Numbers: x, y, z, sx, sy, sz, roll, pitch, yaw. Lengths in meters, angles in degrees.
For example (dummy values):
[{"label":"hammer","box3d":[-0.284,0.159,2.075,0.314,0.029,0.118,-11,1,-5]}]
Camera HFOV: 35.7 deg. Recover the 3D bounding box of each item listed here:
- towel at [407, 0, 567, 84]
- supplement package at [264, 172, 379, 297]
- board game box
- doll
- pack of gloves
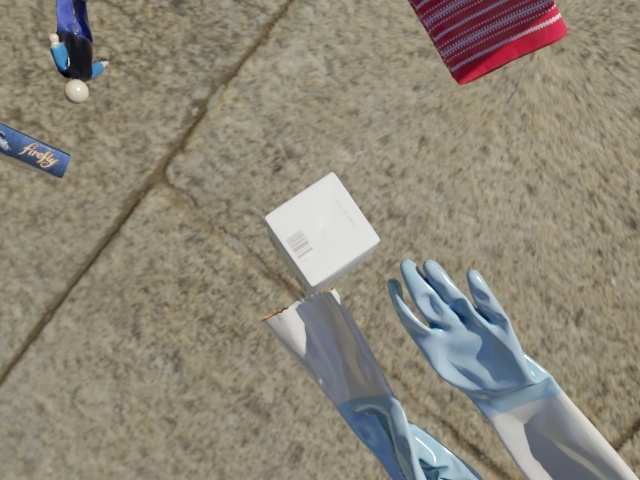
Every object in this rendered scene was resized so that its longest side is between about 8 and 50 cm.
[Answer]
[{"label":"towel","box3d":[0.226,-0.378,1.488,0.199,0.031,0.275,-21,119,29]},{"label":"supplement package","box3d":[0.000,0.000,1.661,0.134,0.244,0.139,-34,83,-6]},{"label":"board game box","box3d":[-0.527,-0.167,1.519,0.165,0.243,0.042,14,81,48]},{"label":"doll","box3d":[-0.376,-0.298,1.534,0.046,0.129,0.189,-16,69,25]},{"label":"pack of gloves","box3d":[0.082,0.126,0.713,0.195,0.046,0.232,-26,108,42]}]
